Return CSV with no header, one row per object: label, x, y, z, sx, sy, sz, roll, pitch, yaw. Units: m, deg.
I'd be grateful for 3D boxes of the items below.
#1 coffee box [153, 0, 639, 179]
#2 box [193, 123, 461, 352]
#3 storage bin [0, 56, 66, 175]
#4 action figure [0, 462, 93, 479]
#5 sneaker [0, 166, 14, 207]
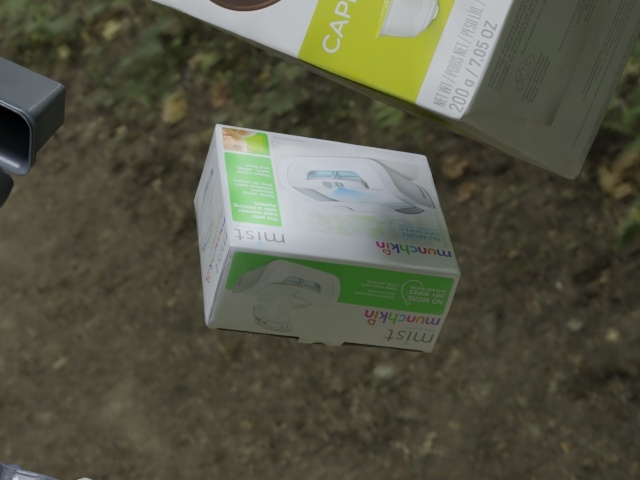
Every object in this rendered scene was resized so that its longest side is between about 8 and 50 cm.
coffee box,0.105,-0.288,1.427,0.334,0.338,0.338,25,96,25
box,0.000,0.000,1.784,0.262,0.127,0.231,8,36,-14
storage bin,-0.343,-0.139,1.705,0.135,0.098,0.091,25,43,15
action figure,-0.139,0.327,1.306,0.341,0.330,0.179,16,52,0
sneaker,-0.394,-0.039,1.207,0.112,0.319,0.131,-10,69,58
